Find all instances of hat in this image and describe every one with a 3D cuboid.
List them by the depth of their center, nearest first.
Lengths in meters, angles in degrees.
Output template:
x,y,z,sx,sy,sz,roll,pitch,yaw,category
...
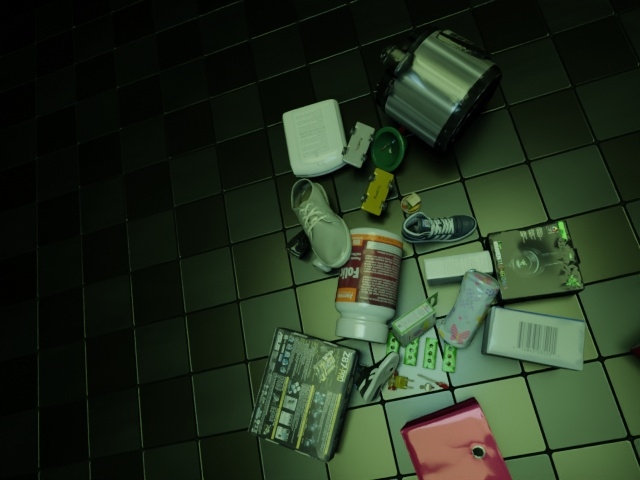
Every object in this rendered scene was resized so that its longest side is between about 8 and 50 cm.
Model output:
x,y,z,sx,sy,sz,roll,pitch,yaw,category
0.335,-0.390,1.944,0.173,0.183,0.208,51,134,28,hat

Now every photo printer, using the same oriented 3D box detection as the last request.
x,y,z,sx,sy,sz,roll,pitch,yaw,category
-0.019,-0.423,2.003,0.256,0.107,0.308,-14,72,11,photo printer

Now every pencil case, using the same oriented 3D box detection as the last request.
x,y,z,sx,sy,sz,roll,pitch,yaw,category
0.508,0.236,1.625,0.124,0.113,0.273,38,116,38,pencil case

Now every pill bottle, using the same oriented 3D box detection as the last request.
x,y,z,sx,sy,sz,roll,pitch,yaw,category
0.172,0.168,1.727,0.224,0.224,0.392,5,76,16,pill bottle

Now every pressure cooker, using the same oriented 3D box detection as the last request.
x,y,z,sx,sy,sz,roll,pitch,yaw,category
0.406,-0.586,1.770,0.420,0.370,0.375,39,67,13,pressure cooker

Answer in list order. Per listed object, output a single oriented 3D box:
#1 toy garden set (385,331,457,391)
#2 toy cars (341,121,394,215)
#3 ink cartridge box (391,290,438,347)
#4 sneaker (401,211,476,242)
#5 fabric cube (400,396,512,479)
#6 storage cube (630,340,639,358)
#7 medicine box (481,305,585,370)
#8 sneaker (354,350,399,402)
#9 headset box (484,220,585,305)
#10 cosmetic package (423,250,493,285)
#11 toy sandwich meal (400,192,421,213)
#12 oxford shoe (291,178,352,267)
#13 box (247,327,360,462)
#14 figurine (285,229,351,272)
x,y,z,sx,sy,sz,roll,pitch,yaw,category
0.356,0.450,1.696,0.244,0.049,0.204,6,75,16,toy garden set
0.183,-0.280,1.895,0.176,0.087,0.394,-18,80,-13,toy cars
0.355,0.282,1.678,0.209,0.109,0.062,-33,55,-11,ink cartridge box
0.438,-0.054,1.753,0.282,0.153,0.099,-9,74,13,sneaker
0.429,0.671,1.501,0.258,0.259,0.254,-22,72,8,fabric cube
1.118,0.337,1.436,0.183,0.215,0.193,-42,63,1,storage cube
0.669,0.317,1.516,0.263,0.289,0.149,8,79,17,medicine box
0.185,0.460,1.691,0.121,0.079,0.217,43,109,45,sneaker
0.747,0.081,1.645,0.283,0.131,0.246,-9,73,12,headset box
0.498,0.103,1.715,0.231,0.117,0.086,-10,71,13,cosmetic package
0.359,-0.148,1.867,0.085,0.029,0.086,-4,74,14,toy sandwich meal
-0.011,-0.074,1.778,0.169,0.130,0.449,-41,46,20,oxford shoe
-0.059,0.545,1.704,0.318,0.097,0.395,11,82,20,box
0.000,0.000,1.898,0.215,0.092,0.209,28,80,19,figurine
